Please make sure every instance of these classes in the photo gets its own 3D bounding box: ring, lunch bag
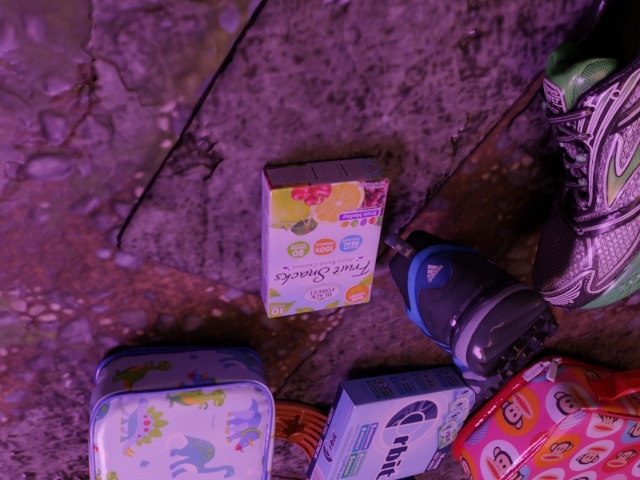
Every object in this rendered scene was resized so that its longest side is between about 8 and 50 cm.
[{"bbox_3d":[-0.115,0.317,0.743,0.336,0.032,0.337,-10,131,-12],"label":"ring"},{"bbox_3d":[0.356,0.268,0.820,0.293,0.120,0.258,18,119,-31],"label":"lunch bag"},{"bbox_3d":[-0.133,0.212,0.584,0.176,0.090,0.219,-1,111,-18],"label":"lunch bag"}]

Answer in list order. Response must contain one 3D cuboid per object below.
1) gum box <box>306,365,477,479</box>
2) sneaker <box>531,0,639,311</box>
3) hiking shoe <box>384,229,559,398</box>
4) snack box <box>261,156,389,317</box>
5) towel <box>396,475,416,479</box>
[{"bbox_3d":[0.089,0.229,0.719,0.184,0.041,0.157,0,123,-30],"label":"gum box"},{"bbox_3d":[0.233,-0.093,0.490,0.146,0.134,0.344,0,119,-12],"label":"sneaker"},{"bbox_3d":[0.155,0.070,0.596,0.113,0.132,0.304,-44,153,-3],"label":"hiking shoe"},{"bbox_3d":[0.000,0.000,0.521,0.100,0.037,0.141,-6,130,-15],"label":"snack box"},{"bbox_3d":[0.004,0.462,0.863,0.227,0.076,0.308,-11,135,-42],"label":"towel"}]
